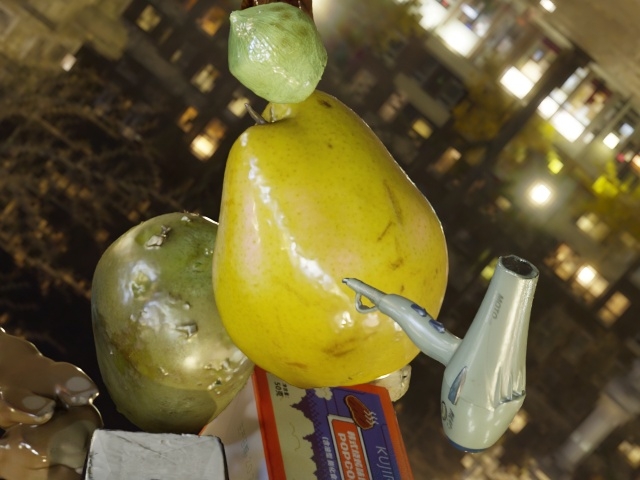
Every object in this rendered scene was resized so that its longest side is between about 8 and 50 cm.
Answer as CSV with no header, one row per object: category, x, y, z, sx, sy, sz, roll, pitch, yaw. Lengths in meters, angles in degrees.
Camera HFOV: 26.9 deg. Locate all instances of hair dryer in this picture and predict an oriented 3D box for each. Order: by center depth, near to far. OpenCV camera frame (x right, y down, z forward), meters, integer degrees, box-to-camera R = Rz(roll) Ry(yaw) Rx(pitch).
hair dryer,0.100,0.047,1.041,0.067,0.167,0.199,-12,-129,-37

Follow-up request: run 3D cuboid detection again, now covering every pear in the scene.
pear,-0.001,0.004,1.535,0.336,0.285,0.285,68,-162,12

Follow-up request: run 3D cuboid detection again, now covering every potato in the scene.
potato,-0.201,0.118,1.801,0.219,0.359,0.269,-10,-116,-22

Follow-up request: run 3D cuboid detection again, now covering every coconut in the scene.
coconut,-0.039,-0.163,1.143,0.096,0.088,0.088,40,-169,-18

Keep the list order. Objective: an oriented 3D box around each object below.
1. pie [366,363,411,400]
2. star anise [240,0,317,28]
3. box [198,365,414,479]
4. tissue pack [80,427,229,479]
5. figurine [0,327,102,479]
pie,-0.003,0.214,2.137,0.337,0.338,0.075,28,-128,-45
star anise,-0.074,-0.394,1.735,0.288,0.288,0.088,41,-140,1
box,-0.037,0.421,1.967,0.257,0.318,0.348,15,-141,-27
tissue pack,-0.221,0.436,1.690,0.198,0.370,0.210,8,-153,-5
figurine,-0.406,0.252,1.845,0.247,0.173,0.177,18,-148,17
